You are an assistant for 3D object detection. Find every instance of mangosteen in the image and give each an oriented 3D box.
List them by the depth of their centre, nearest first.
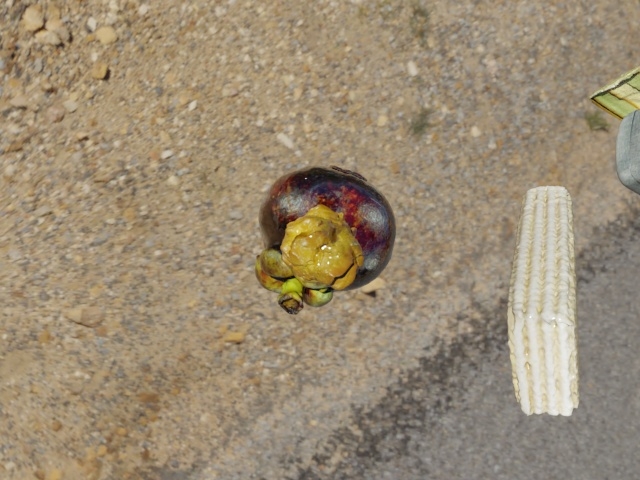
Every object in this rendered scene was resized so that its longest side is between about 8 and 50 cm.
[{"bbox_3d":[0.006,-0.012,1.629,0.330,0.330,0.330,2,85,-30],"label":"mangosteen"}]

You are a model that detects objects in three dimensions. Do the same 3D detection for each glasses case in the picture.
[{"bbox_3d":[0.586,-0.086,1.128,0.323,0.074,0.131,25,62,-21],"label":"glasses case"}]

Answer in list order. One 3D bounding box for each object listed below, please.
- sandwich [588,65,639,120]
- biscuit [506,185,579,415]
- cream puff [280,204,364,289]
[{"bbox_3d":[0.570,-0.212,1.240,0.144,0.117,0.187,-38,95,-31],"label":"sandwich"},{"bbox_3d":[0.302,0.059,0.986,0.426,0.078,0.144,-55,138,-60],"label":"biscuit"},{"bbox_3d":[0.007,0.008,1.001,0.116,0.094,0.122,6,72,-42],"label":"cream puff"}]
